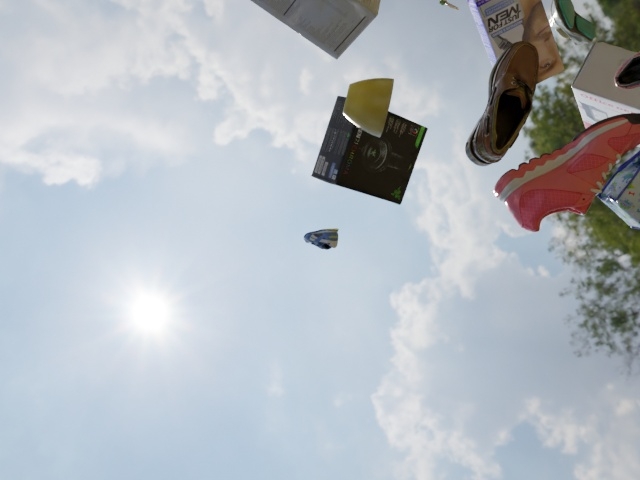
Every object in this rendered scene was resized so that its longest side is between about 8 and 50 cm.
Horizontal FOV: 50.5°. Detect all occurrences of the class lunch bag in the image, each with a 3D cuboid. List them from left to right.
[{"bbox_3d":[0.748,-0.119,1.579,0.128,0.151,0.096,37,-178,-15],"label":"lunch bag"}]

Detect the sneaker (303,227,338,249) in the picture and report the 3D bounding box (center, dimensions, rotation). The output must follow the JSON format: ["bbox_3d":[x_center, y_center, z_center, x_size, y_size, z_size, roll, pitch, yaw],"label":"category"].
[{"bbox_3d":[0.000,0.000,1.964,0.053,0.144,0.059,-6,-93,-35],"label":"sneaker"}]

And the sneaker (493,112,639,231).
[{"bbox_3d":[0.496,-0.120,1.285,0.136,0.313,0.116,66,-162,17],"label":"sneaker"}]

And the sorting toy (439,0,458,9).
[{"bbox_3d":[0.399,-0.759,2.173,0.083,0.012,0.062,-3,-139,-45],"label":"sorting toy"}]

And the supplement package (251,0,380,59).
[{"bbox_3d":[-0.019,-0.486,1.275,0.244,0.139,0.134,30,-131,-22],"label":"supplement package"}]

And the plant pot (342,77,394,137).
[{"bbox_3d":[0.103,-0.308,1.532,0.095,0.134,0.134,12,-134,-1],"label":"plant pot"}]

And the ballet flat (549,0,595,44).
[{"bbox_3d":[0.581,-0.519,1.611,0.213,0.068,0.072,16,-104,-45],"label":"ballet flat"}]

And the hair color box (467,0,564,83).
[{"bbox_3d":[0.592,-0.635,2.065,0.339,0.185,0.110,61,-173,-24],"label":"hair color box"}]

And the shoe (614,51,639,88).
[{"bbox_3d":[0.599,-0.320,1.176,0.063,0.178,0.081,59,-141,-4],"label":"shoe"}]

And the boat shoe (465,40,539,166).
[{"bbox_3d":[0.421,-0.305,1.478,0.110,0.104,0.307,22,-101,-11],"label":"boat shoe"}]

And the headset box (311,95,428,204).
[{"bbox_3d":[0.151,-0.256,1.976,0.283,0.131,0.246,14,-82,-38],"label":"headset box"}]

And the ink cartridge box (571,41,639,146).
[{"bbox_3d":[0.771,-0.346,1.689,0.226,0.131,0.306,29,-175,30],"label":"ink cartridge box"}]
